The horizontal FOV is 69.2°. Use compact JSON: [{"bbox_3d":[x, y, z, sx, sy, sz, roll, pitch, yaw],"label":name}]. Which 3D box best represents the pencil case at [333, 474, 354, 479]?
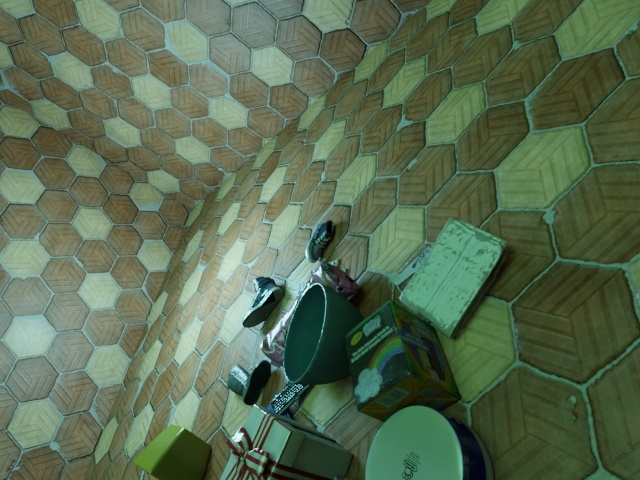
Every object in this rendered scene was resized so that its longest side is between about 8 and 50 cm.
[{"bbox_3d":[0.037,0.683,1.099,0.104,0.104,0.236,2,64,58],"label":"pencil case"}]

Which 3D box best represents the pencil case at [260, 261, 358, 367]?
[{"bbox_3d":[-0.041,0.257,1.573,0.160,0.167,0.386,43,101,29],"label":"pencil case"}]

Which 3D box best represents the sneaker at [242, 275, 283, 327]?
[{"bbox_3d":[-0.271,0.258,2.012,0.226,0.086,0.163,-46,39,0],"label":"sneaker"}]

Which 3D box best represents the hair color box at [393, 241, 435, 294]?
[{"bbox_3d":[0.297,0.095,1.332,0.167,0.053,0.093,-49,30,17],"label":"hair color box"}]

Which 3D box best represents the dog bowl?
[{"bbox_3d":[0.223,0.496,0.986,0.265,0.104,0.265,-39,33,31],"label":"dog bowl"}]

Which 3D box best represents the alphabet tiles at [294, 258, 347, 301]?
[{"bbox_3d":[-0.019,0.236,1.733,0.285,0.011,0.343,-23,43,46],"label":"alphabet tiles"}]

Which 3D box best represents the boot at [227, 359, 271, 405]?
[{"bbox_3d":[-0.282,0.526,1.804,0.190,0.076,0.208,-60,21,-9],"label":"boot"}]

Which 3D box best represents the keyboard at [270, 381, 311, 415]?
[{"bbox_3d":[-0.094,0.491,1.541,0.180,0.023,0.108,-43,25,-2],"label":"keyboard"}]

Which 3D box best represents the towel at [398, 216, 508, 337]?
[{"bbox_3d":[0.345,0.088,1.210,0.187,0.049,0.282,35,94,42],"label":"towel"}]

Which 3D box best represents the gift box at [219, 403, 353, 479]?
[{"bbox_3d":[-0.107,0.617,1.221,0.255,0.258,0.276,-8,54,56],"label":"gift box"}]

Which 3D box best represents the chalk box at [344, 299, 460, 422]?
[{"bbox_3d":[0.190,0.290,1.174,0.180,0.179,0.289,-43,30,26],"label":"chalk box"}]

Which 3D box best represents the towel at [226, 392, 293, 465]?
[{"bbox_3d":[-0.197,0.695,1.517,0.336,0.040,0.243,-55,27,4],"label":"towel"}]

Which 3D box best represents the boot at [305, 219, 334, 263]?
[{"bbox_3d":[0.000,0.000,1.880,0.086,0.069,0.190,-30,36,45],"label":"boot"}]

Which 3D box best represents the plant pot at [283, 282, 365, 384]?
[{"bbox_3d":[0.037,0.292,1.361,0.290,0.195,0.290,-56,22,38],"label":"plant pot"}]

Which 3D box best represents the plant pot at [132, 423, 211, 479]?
[{"bbox_3d":[-0.548,0.831,1.776,0.212,0.212,0.187,-18,35,50],"label":"plant pot"}]
